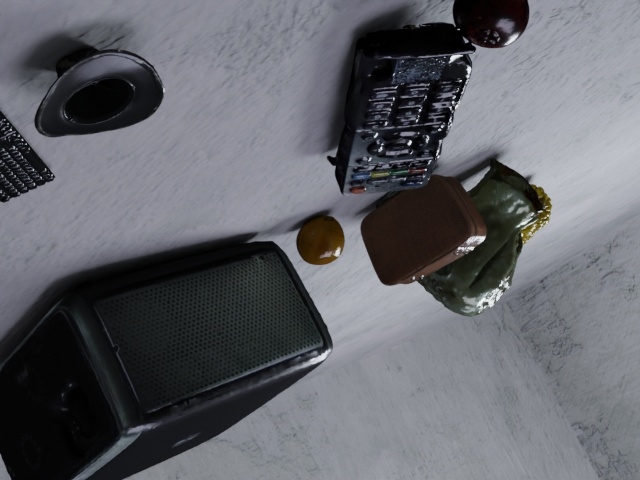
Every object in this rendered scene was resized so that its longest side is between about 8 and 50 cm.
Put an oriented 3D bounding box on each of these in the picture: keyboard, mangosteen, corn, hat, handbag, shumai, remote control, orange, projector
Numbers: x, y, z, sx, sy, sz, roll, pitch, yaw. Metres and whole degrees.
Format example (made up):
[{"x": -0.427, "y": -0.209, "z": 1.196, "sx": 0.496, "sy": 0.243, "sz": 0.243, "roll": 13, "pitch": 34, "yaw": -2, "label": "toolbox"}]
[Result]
[{"x": -0.294, "y": -0.077, "z": 0.963, "sx": 0.061, "sy": 0.013, "sz": 0.204, "roll": -26, "pitch": 167, "yaw": -5, "label": "keyboard"}, {"x": 0.176, "y": -0.240, "z": 1.106, "sx": 0.081, "sy": 0.081, "sz": 0.081, "roll": -25, "pitch": 167, "yaw": -6, "label": "mangosteen"}, {"x": 0.430, "y": -0.048, "z": 2.315, "sx": 0.102, "sy": 0.102, "sz": 0.313, "roll": -25, "pitch": 171, "yaw": -6, "label": "corn"}, {"x": -0.189, "y": -0.127, "z": 0.886, "sx": 0.121, "sy": 0.050, "sz": 0.121, "roll": -23, "pitch": 160, "yaw": -9, "label": "hat"}, {"x": 0.167, "y": -0.022, "z": 1.778, "sx": 0.193, "sy": 0.151, "sz": 0.072, "roll": -31, "pitch": 163, "yaw": 31, "label": "handbag"}, {"x": 0.272, "y": -0.014, "z": 1.896, "sx": 0.222, "sy": 0.225, "sz": 0.260, "roll": -59, "pitch": -174, "yaw": 49, "label": "shumai"}, {"x": 0.086, "y": -0.147, "z": 1.267, "sx": 0.145, "sy": 0.062, "sz": 0.399, "roll": -5, "pitch": 163, "yaw": -5, "label": "remote control"}, {"x": 0.000, "y": 0.000, "z": 1.712, "sx": 0.085, "sy": 0.085, "sz": 0.085, "roll": -25, "pitch": 167, "yaw": -6, "label": "orange"}, {"x": -0.252, "y": 0.196, "z": 1.628, "sx": 0.405, "sy": 0.242, "sz": 0.395, "roll": -16, "pitch": 162, "yaw": -44, "label": "projector"}]

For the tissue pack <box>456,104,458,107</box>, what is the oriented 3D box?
[{"x": 0.142, "y": -0.168, "z": 1.387, "sx": 0.062, "sy": 0.042, "sz": 0.083, "roll": -24, "pitch": 168, "yaw": -14, "label": "tissue pack"}]
